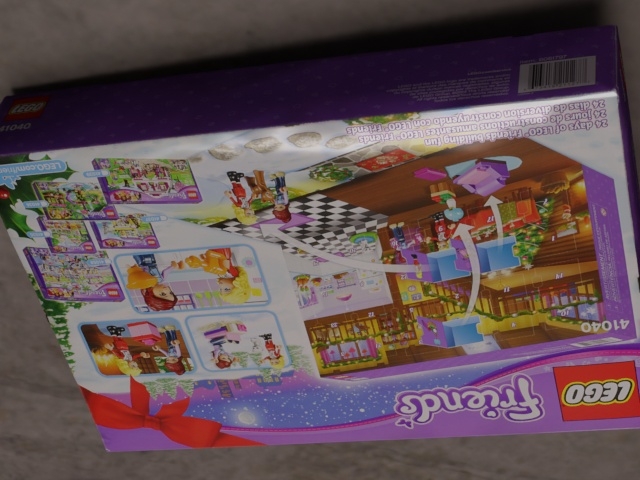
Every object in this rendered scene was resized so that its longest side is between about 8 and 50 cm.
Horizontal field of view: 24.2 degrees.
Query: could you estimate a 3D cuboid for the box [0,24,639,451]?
[{"bbox_3d":[0.006,0.010,0.716,0.293,0.057,0.201,-4,128,15],"label":"box"}]
